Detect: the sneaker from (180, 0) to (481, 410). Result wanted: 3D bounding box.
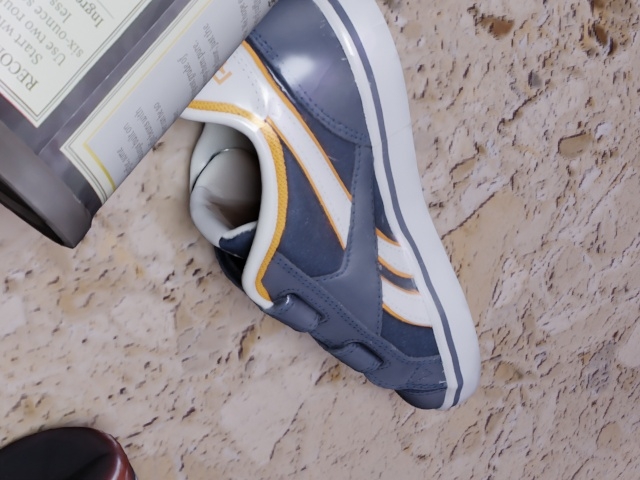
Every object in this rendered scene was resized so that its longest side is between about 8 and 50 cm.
[{"bbox_3d":[0.000,0.000,0.633,0.127,0.126,0.321,-30,127,-12],"label":"sneaker"}]

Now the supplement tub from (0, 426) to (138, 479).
[{"bbox_3d":[-0.132,0.212,0.616,0.106,0.106,0.198,-30,121,-25],"label":"supplement tub"}]

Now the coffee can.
[{"bbox_3d":[-0.095,-0.164,0.458,0.275,0.201,0.201,-51,127,-12],"label":"coffee can"}]
